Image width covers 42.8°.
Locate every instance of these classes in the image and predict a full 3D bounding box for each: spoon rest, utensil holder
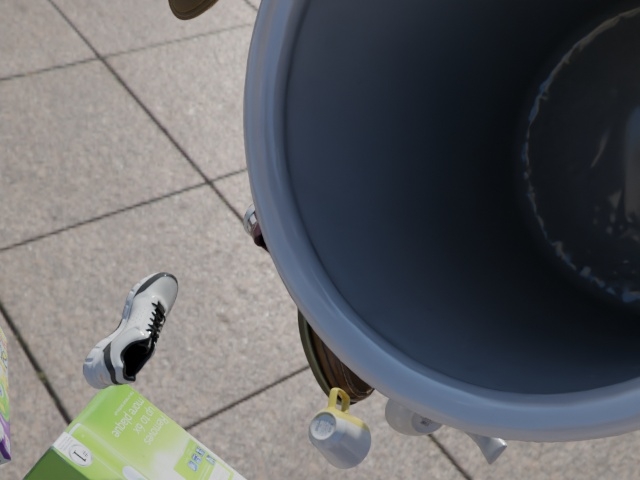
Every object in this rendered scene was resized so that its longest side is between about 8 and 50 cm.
[{"bbox_3d":[0.239,0.345,1.580,0.276,0.137,0.084,33,12,-26],"label":"spoon rest"},{"bbox_3d":[0.192,-0.069,0.544,0.327,0.328,0.385,41,22,27],"label":"utensil holder"}]

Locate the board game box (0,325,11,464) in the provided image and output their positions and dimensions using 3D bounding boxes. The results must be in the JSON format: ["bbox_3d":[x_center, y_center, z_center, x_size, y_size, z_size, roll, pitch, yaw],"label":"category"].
[{"bbox_3d":[-0.515,0.183,1.105,0.144,0.142,0.275,-19,34,-11],"label":"board game box"}]

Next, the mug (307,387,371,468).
[{"bbox_3d":[0.014,0.215,0.933,0.062,0.064,0.078,-35,49,7],"label":"mug"}]

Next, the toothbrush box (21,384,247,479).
[{"bbox_3d":[-0.233,0.344,1.080,0.283,0.122,0.206,41,18,-4],"label":"toothbrush box"}]

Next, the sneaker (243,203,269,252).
[{"bbox_3d":[0.000,0.000,1.519,0.281,0.106,0.162,1,23,-9],"label":"sneaker"}]

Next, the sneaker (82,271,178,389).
[{"bbox_3d":[-0.135,0.070,0.630,0.043,0.040,0.109,-5,46,38],"label":"sneaker"}]

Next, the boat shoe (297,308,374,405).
[{"bbox_3d":[0.039,0.054,1.026,0.104,0.307,0.110,-10,-3,38],"label":"boat shoe"}]

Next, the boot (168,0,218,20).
[{"bbox_3d":[-0.102,-0.365,1.083,0.073,0.197,0.152,54,28,3],"label":"boot"}]
